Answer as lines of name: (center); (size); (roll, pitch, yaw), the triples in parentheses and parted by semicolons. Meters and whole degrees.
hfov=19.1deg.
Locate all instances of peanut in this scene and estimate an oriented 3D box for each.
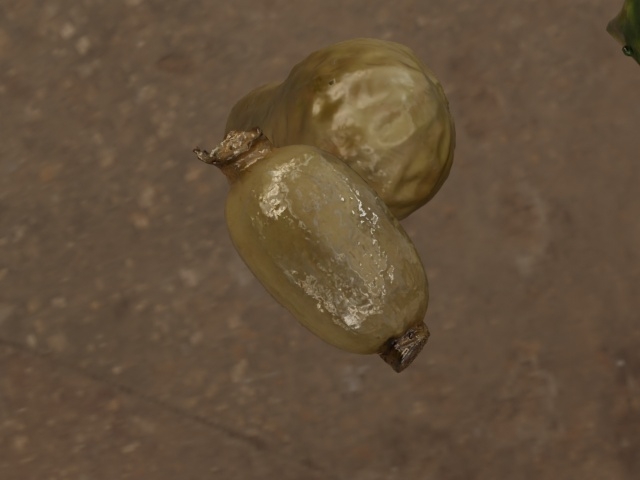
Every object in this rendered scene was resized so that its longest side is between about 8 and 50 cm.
peanut: (0.007, -0.062, 1.174); (0.110, 0.236, 0.120); (13, 84, -20)

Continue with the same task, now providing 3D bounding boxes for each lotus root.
lotus root: (0.000, 0.000, 0.929); (0.073, 0.062, 0.150); (-42, 90, 3)

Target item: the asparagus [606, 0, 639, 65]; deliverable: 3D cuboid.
asparagus: (0.260, -0.164, 1.165); (0.082, 0.343, 0.085); (20, 67, -16)
